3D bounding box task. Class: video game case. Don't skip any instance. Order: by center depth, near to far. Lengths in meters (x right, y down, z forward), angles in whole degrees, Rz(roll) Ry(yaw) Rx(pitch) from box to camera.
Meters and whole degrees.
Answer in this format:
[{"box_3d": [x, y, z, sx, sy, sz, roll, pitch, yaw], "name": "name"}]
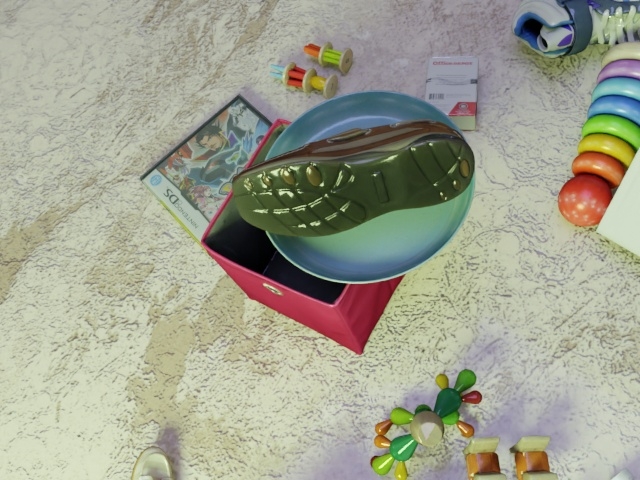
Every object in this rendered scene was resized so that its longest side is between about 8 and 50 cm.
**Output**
[{"box_3d": [-0.188, -0.135, 1.423, 0.275, 0.035, 0.248, -42, 63, -8], "name": "video game case"}]

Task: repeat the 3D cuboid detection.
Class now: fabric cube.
[{"box_3d": [0.000, 0.000, 1.192, 0.254, 0.258, 0.259, 24, 73, 21], "name": "fabric cube"}]

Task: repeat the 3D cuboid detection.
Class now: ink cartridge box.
[{"box_3d": [0.254, -0.284, 1.378, 0.099, 0.056, 0.135, 3, 67, 14], "name": "ink cartridge box"}]

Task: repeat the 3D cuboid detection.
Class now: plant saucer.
[{"box_3d": [0.066, -0.078, 1.045, 0.318, 0.043, 0.317, -5, 64, 11], "name": "plant saucer"}]

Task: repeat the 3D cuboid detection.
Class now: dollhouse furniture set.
[{"box_3d": [0.230, 0.431, 1.030, 0.259, 0.135, 0.262, -3, 64, 0], "name": "dollhouse furniture set"}]

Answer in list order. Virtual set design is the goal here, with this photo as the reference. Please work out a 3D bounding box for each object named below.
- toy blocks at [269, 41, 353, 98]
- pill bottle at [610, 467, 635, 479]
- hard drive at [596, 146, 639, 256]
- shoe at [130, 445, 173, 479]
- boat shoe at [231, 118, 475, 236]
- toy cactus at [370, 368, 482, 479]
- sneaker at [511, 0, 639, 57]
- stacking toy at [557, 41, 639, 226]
[{"box_3d": [-0.023, -0.367, 1.483, 0.148, 0.054, 0.123, 22, 73, 22], "name": "toy blocks"}, {"box_3d": [0.460, 0.385, 1.011, 0.065, 0.065, 0.116, -38, 62, -6], "name": "pill bottle"}, {"box_3d": [0.598, -0.017, 1.049, 0.319, 0.210, 0.040, 36, 43, 27], "name": "hard drive"}, {"box_3d": [-0.261, 0.442, 1.140, 0.058, 0.077, 0.219, -24, 63, 45], "name": "shoe"}, {"box_3d": [0.044, -0.092, 0.980, 0.324, 0.122, 0.120, -8, 34, 7], "name": "boat shoe"}, {"box_3d": [0.161, 0.287, 1.072, 0.219, 0.180, 0.112, -34, 83, 1], "name": "toy cactus"}, {"box_3d": [0.513, -0.385, 1.300, 0.323, 0.130, 0.236, 31, 60, 32], "name": "sneaker"}, {"box_3d": [0.509, -0.172, 1.233, 0.141, 0.141, 0.330, 21, 77, 21], "name": "stacking toy"}]
